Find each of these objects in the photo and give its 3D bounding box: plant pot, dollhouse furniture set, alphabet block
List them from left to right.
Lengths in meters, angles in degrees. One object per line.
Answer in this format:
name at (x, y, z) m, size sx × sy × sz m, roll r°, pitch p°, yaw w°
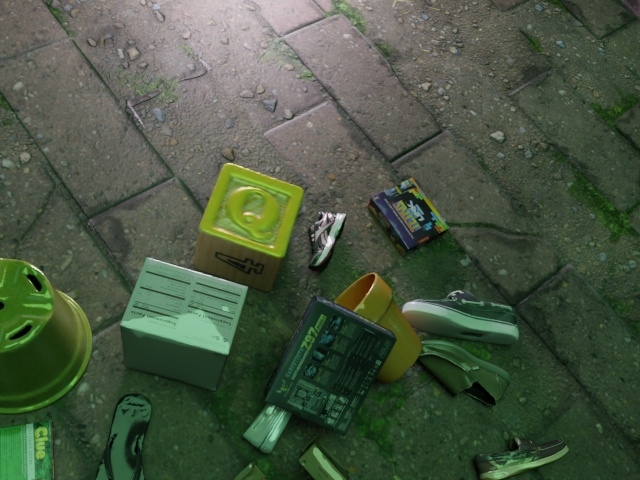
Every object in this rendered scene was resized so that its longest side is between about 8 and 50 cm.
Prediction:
plant pot at (-0.586, 0.163, 1.247) m, size 0.276 × 0.254 × 0.276 m, roll 6°, pitch 62°, yaw -11°
alphabet block at (-0.164, -0.025, 1.489) m, size 0.193 × 0.197 × 0.192 m, roll 17°, pitch 60°, yaw -5°
dollhouse furniture set at (-0.063, 0.516, 1.295) m, size 0.242 × 0.161 × 0.212 m, roll -43°, pitch 80°, yaw -7°
plant pot at (0.115, 0.208, 1.456) m, size 0.188 × 0.205 × 0.205 m, roll 45°, pitch 60°, yaw -8°

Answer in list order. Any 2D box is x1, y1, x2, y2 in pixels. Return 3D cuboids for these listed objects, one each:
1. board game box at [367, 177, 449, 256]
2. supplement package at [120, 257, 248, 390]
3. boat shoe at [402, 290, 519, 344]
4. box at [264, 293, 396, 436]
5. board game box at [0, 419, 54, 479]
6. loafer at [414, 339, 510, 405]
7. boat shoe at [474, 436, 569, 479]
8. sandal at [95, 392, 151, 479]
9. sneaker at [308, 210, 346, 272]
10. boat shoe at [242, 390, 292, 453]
board game box at (0.225, -0.063, 1.699) m, size 0.141 × 0.048 × 0.170 m, roll -26°, pitch 72°, yaw -26°
supplement package at (-0.275, 0.177, 1.316) m, size 0.204 × 0.262 × 0.145 m, roll 16°, pitch 59°, yaw -6°
boat shoe at (0.335, 0.170, 1.574) m, size 0.301 × 0.108 × 0.102 m, roll 12°, pitch 61°, yaw -12°
box at (0.018, 0.250, 1.321) m, size 0.183 × 0.059 × 0.233 m, roll 26°, pitch 95°, yaw -10°
board game box at (-0.564, 0.475, 1.220) m, size 0.136 × 0.030 × 0.260 m, roll -5°, pitch 65°, yaw -15°
loafer at (0.316, 0.304, 1.504) m, size 0.251 × 0.094 × 0.087 m, roll 22°, pitch 56°, yaw -3°
boat shoe at (0.445, 0.473, 1.459) m, size 0.223 × 0.080 × 0.073 m, roll -14°, pitch 73°, yaw -16°
sandal at (-0.384, 0.422, 1.279) m, size 0.097 × 0.054 × 0.254 m, roll 4°, pitch 62°, yaw -13°
sneaker at (0.000, 0.000, 1.605) m, size 0.077 × 0.072 × 0.178 m, roll 19°, pitch 51°, yaw 9°
boat shoe at (-0.083, 0.332, 1.389) m, size 0.076 × 0.083 × 0.226 m, roll 31°, pitch 60°, yaw 1°
